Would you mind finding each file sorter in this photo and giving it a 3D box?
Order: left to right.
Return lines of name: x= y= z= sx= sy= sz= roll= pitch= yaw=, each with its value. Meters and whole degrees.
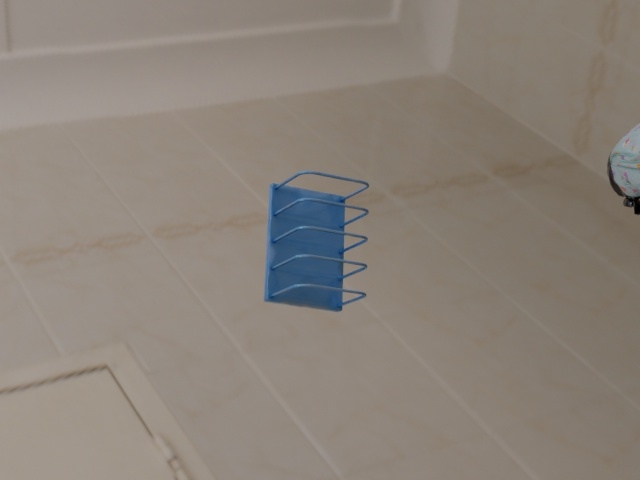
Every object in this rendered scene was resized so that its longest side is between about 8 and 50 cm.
file sorter: x=0.000 y=0.000 z=1.617 sx=0.118 sy=0.104 sz=0.170 roll=10 pitch=-108 yaw=-26

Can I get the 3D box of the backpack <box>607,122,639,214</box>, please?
backpack: x=0.480 y=-0.114 z=1.622 sx=0.115 sy=0.182 sz=0.152 roll=44 pitch=-91 yaw=-11
